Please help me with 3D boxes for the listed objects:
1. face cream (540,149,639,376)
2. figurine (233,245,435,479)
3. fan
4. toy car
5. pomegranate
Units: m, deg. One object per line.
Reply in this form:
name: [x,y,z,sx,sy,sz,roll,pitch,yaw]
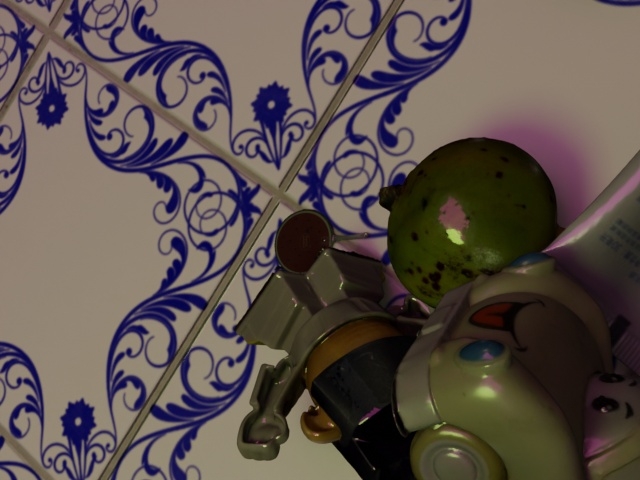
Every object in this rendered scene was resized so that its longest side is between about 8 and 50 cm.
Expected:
face cream: [0.420,-0.048,1.119,0.234,0.137,0.420,39,100,-7]
figurine: [0.040,0.142,1.253,0.308,0.143,0.309,-15,52,19]
fan: [0.000,0.000,1.424,0.133,0.005,0.085,-6,76,28]
toy car: [0.244,0.191,1.047,0.226,0.242,0.336,-22,103,31]
pomegranate: [0.190,-0.019,1.221,0.245,0.198,0.198,-11,74,17]
